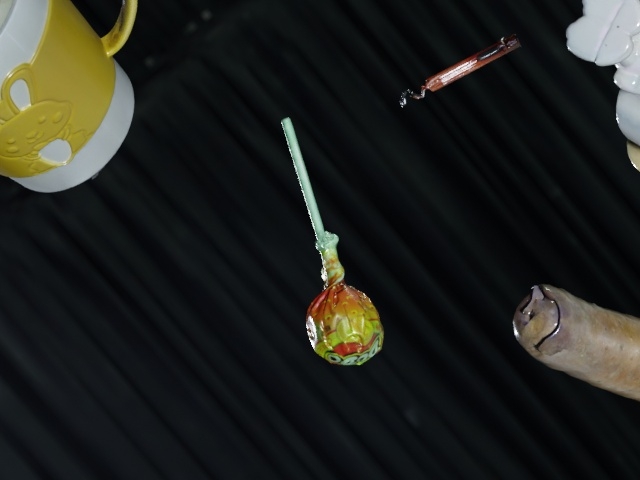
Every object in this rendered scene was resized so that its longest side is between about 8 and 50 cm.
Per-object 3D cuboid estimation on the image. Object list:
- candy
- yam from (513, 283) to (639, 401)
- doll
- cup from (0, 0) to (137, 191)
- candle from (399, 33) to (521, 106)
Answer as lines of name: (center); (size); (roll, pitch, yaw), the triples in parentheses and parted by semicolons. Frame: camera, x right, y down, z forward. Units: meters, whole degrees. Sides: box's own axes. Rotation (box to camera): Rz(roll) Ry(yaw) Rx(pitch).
candy: (0.000, 0.000, 1.538); (0.060, 0.201, 0.060); (-15, -9, -3)
yam: (0.195, 0.074, 1.140); (0.046, 0.264, 0.046); (-18, 63, 39)
doll: (0.356, -0.166, 2.139); (0.271, 0.144, 0.208); (0, -66, -43)
cup: (-0.261, -0.170, 1.767); (0.241, 0.226, 0.185); (-31, 52, 11)
candle: (0.172, -0.213, 2.489); (0.167, 0.021, 0.026); (-27, -7, 2)
